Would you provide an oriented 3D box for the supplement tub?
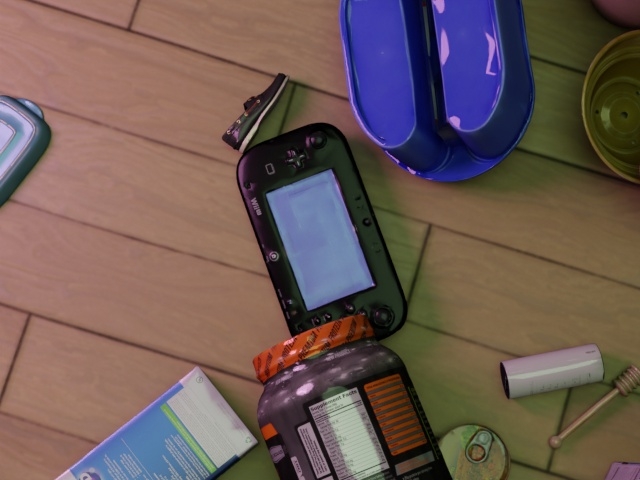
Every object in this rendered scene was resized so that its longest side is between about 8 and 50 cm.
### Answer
[{"bbox_3d":[0.048,0.280,1.684,0.207,0.207,0.338,-21,79,-5],"label":"supplement tub"}]

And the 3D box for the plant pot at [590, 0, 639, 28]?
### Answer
[{"bbox_3d":[0.460,-0.394,1.798,0.256,0.274,0.256,0,80,0],"label":"plant pot"}]

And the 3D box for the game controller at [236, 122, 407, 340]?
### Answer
[{"bbox_3d":[0.000,0.000,1.827,0.166,0.067,0.319,-19,81,-4],"label":"game controller"}]

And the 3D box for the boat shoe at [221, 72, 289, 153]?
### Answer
[{"bbox_3d":[-0.090,-0.187,1.866,0.042,0.049,0.133,34,82,4],"label":"boat shoe"}]

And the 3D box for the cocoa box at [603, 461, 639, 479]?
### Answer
[{"bbox_3d":[0.502,0.459,1.677,0.347,0.228,0.231,28,81,4],"label":"cocoa box"}]

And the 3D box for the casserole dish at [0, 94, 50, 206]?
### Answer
[{"bbox_3d":[-0.466,-0.124,1.855,0.114,0.037,0.188,36,82,5],"label":"casserole dish"}]

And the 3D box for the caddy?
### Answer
[{"bbox_3d":[0.163,-0.254,1.823,0.241,0.179,0.341,-10,80,21],"label":"caddy"}]

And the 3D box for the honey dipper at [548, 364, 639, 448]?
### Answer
[{"bbox_3d":[0.378,0.231,1.816,0.160,0.030,0.030,-38,83,-3],"label":"honey dipper"}]

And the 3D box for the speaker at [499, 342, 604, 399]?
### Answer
[{"bbox_3d":[0.317,0.180,1.808,0.136,0.055,0.055,-11,81,-3],"label":"speaker"}]

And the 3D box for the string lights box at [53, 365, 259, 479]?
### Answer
[{"bbox_3d":[-0.224,0.302,1.766,0.259,0.077,0.133,-38,83,-7],"label":"string lights box"}]

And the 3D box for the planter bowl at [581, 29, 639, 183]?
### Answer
[{"bbox_3d":[0.444,-0.180,1.844,0.217,0.090,0.217,1,87,-16],"label":"planter bowl"}]

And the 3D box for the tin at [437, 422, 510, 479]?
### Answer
[{"bbox_3d":[0.184,0.339,1.789,0.106,0.040,0.190,28,82,0],"label":"tin"}]
